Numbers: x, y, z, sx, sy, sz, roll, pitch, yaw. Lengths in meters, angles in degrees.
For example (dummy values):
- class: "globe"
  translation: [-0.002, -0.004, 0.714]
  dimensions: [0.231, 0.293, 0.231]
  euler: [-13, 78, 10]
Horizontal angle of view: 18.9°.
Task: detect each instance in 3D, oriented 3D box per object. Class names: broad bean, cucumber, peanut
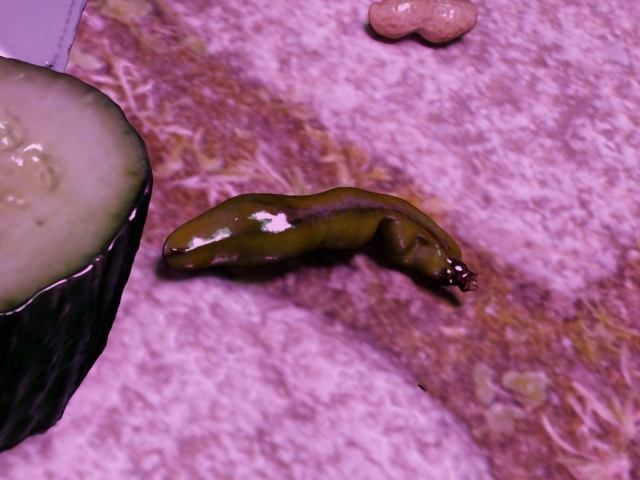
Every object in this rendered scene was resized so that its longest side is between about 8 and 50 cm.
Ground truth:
- class: "broad bean"
  translation: [0.001, -0.006, 1.098]
  dimensions: [0.195, 0.046, 0.061]
  euler: [7, 44, -25]
- class: "cucumber"
  translation: [-0.178, -0.004, 0.942]
  dimensions: [0.191, 0.130, 0.191]
  euler: [14, 42, -12]
- class: "peanut"
  translation: [0.068, -0.151, 1.283]
  dimensions: [0.083, 0.037, 0.037]
  euler: [-2, 51, -24]

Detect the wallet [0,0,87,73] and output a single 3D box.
- class: "wallet"
  translation: [-0.249, -0.203, 1.145]
  dimensions: [0.251, 0.054, 0.290]
  euler: [24, 37, -13]
